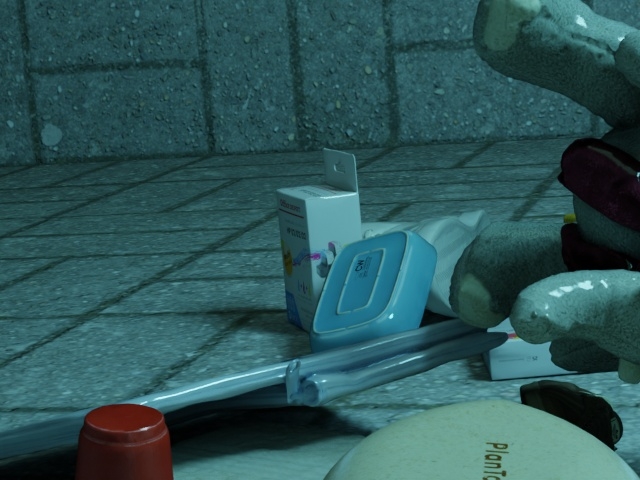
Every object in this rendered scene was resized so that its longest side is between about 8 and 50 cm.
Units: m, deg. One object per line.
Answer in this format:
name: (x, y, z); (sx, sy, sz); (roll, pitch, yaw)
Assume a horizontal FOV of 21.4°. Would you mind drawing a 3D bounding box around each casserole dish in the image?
casserole dish: (0.046, 0.050, 1.604); (0.114, 0.037, 0.188); (-15, 32, 26)

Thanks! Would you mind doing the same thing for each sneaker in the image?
sneaker: (0.084, 0.032, 1.810); (0.169, 0.108, 0.292); (-8, 3, 16)
sneaker: (0.180, 0.132, 1.196); (0.071, 0.066, 0.188); (-5, 9, 4)

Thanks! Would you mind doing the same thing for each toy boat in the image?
toy boat: (0.019, 0.172, 0.874); (0.318, 0.148, 0.267); (5, 16, 13)

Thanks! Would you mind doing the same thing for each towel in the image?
towel: (-0.014, 0.170, 1.126); (0.282, 0.049, 0.187); (2, 10, 41)

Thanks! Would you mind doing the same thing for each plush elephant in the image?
plush elephant: (0.222, 0.024, 1.056); (0.330, 0.271, 0.255); (15, 34, 6)

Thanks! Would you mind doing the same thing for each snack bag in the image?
snack bag: (-0.082, 0.121, 1.272); (0.343, 0.037, 0.323); (-11, -4, -33)

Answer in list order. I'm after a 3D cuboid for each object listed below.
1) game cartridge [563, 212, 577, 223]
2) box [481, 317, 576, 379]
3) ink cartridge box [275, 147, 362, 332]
game cartridge: (0.468, -0.009, 2.010); (0.285, 0.052, 0.324); (-6, 7, -8)
box: (0.219, 0.085, 1.565); (0.145, 0.038, 0.186); (-5, 8, 0)
ink cartridge box: (0.000, 0.000, 1.748); (0.062, 0.181, 0.104); (-8, 9, -18)
